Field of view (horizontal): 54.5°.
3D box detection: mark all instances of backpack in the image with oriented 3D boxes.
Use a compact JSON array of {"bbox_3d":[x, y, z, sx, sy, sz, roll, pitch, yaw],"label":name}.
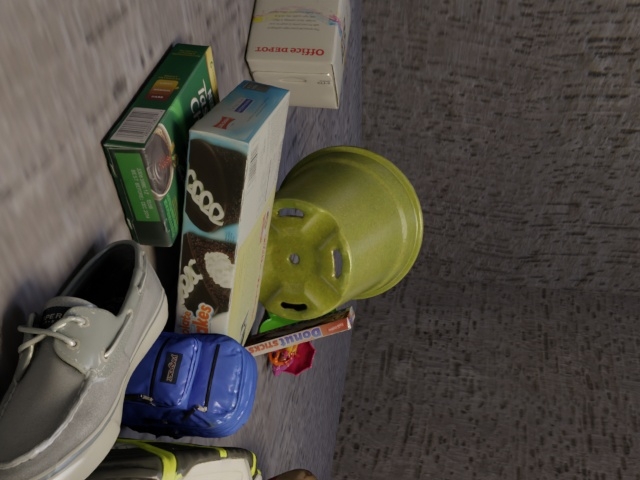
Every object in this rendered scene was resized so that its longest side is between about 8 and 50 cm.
[{"bbox_3d":[-0.122,0.130,0.559,0.101,0.120,0.097,73,23,-68],"label":"backpack"}]

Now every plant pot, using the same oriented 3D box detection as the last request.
[{"bbox_3d":[0.000,0.000,0.981,0.254,0.276,0.275,-33,128,-65],"label":"plant pot"}]

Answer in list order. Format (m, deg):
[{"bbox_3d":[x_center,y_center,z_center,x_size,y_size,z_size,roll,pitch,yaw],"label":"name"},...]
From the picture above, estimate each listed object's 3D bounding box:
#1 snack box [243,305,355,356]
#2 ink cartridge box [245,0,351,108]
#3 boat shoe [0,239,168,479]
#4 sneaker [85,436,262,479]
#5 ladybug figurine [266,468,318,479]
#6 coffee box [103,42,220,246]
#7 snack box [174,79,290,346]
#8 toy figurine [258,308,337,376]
[{"bbox_3d":[-0.034,0.147,0.996,0.064,0.179,0.022,-47,118,-77],"label":"snack box"},{"bbox_3d":[-0.028,-0.308,0.945,0.127,0.128,0.176,72,24,-70],"label":"ink cartridge box"},{"bbox_3d":[-0.167,0.072,0.416,0.227,0.080,0.081,-80,162,-62],"label":"boat shoe"},{"bbox_3d":[-0.126,0.252,0.529,0.384,0.145,0.147,74,22,-63],"label":"sneaker"},{"bbox_3d":[-0.067,0.504,0.927,0.449,0.162,0.304,69,18,-71],"label":"ladybug figurine"},{"bbox_3d":[-0.139,-0.097,0.593,0.184,0.041,0.113,-77,168,-47],"label":"coffee box"},{"bbox_3d":[-0.099,0.007,0.678,0.187,0.060,0.321,-72,174,-62],"label":"snack box"},{"bbox_3d":[-0.055,0.198,1.168,0.173,0.130,0.159,-42,150,-47],"label":"toy figurine"}]
